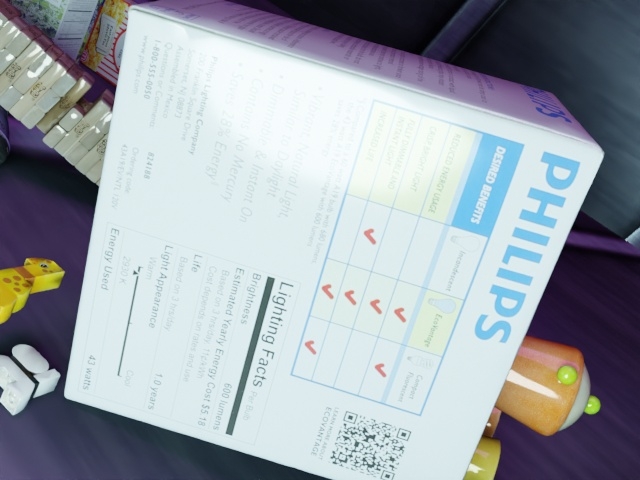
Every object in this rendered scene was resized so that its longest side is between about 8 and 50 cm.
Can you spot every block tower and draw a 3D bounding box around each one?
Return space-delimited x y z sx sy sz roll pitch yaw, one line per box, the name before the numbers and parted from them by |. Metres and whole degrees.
block tower | -0.321 -0.170 1.005 0.335 0.091 0.097 43 9 -21

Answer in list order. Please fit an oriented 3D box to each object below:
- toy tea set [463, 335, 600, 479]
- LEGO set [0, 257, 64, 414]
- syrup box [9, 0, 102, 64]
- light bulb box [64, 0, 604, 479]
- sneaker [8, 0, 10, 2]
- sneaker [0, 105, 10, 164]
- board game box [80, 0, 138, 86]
toy tea set | 0.227 0.175 0.910 0.124 0.200 0.336 22 15 6
LEGO set | -0.297 0.041 0.710 0.227 0.087 0.093 38 24 20
syrup box | -0.420 -0.351 1.226 0.093 0.237 0.096 32 23 7
light bulb box | 0.000 0.000 0.719 0.361 0.357 0.225 17 22 1
sneaker | -0.524 -0.415 1.473 0.084 0.069 0.185 32 22 23
sneaker | -0.486 -0.166 0.891 0.283 0.107 0.124 21 28 -40
board game box | -0.348 -0.355 1.449 0.193 0.146 0.045 34 22 15
